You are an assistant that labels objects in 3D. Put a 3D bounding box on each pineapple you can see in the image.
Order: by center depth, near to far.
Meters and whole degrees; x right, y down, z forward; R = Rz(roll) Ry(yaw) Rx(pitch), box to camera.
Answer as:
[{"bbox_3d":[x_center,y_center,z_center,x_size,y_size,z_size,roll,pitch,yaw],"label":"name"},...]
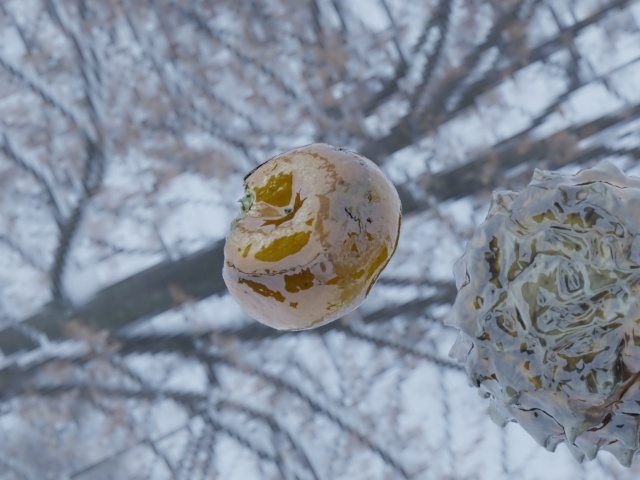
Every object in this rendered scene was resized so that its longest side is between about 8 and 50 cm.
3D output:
[{"bbox_3d":[0.202,0.058,1.106,0.361,0.175,0.175,18,36,-59],"label":"pineapple"}]

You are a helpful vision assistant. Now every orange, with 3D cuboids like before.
[{"bbox_3d":[0.000,0.000,0.806,0.062,0.086,0.086,47,0,-39],"label":"orange"}]
